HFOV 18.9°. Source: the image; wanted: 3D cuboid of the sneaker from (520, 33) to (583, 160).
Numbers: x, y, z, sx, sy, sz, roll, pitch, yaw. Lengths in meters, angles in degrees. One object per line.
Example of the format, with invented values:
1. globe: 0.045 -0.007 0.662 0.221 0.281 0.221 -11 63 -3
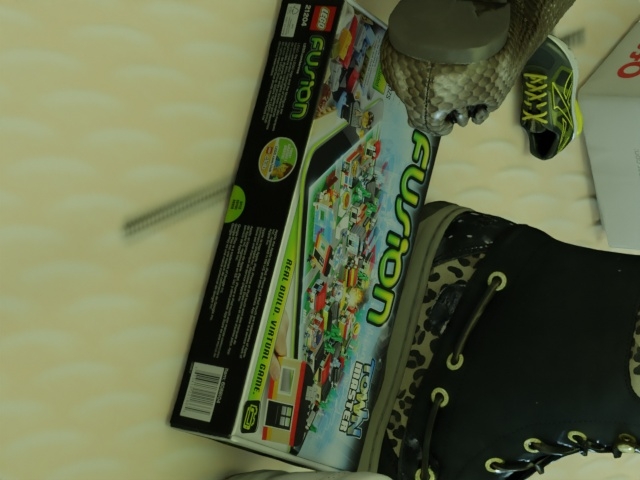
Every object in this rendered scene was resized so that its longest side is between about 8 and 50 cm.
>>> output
1. sneaker: 0.127 -0.079 1.074 0.035 0.031 0.083 -54 138 -34

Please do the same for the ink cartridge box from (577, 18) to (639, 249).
1. ink cartridge box: 0.322 -0.083 1.146 0.201 0.278 0.117 -46 130 -41

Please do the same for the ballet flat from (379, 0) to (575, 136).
1. ballet flat: 0.084 -0.112 0.931 0.250 0.084 0.058 -57 152 -58

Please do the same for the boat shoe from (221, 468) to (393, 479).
1. boat shoe: -0.033 0.199 0.792 0.098 0.096 0.277 48 42 -28

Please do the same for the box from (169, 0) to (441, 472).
1. box: 0.000 0.000 0.899 0.114 0.036 0.207 26 76 -56

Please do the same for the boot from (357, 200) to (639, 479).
1. boot: 0.113 0.105 0.962 0.085 0.178 0.236 3 94 -57
